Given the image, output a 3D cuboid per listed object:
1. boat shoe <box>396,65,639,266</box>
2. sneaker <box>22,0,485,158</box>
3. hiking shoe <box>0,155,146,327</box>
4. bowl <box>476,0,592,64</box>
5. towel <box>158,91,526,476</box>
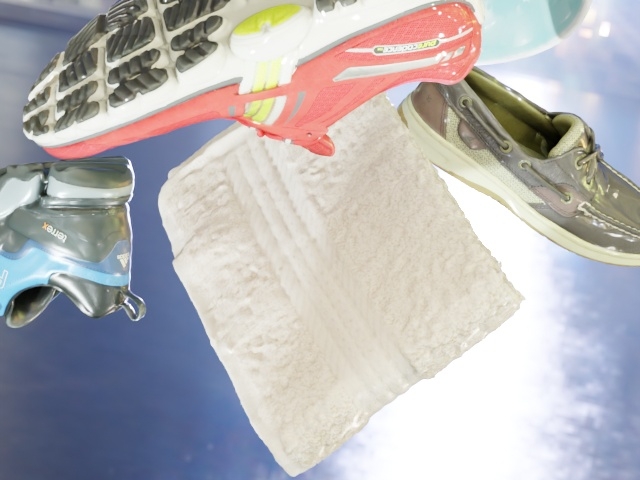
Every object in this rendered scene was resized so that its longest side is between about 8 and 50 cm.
[{"bbox_3d":[0.163,-0.057,1.159,0.223,0.073,0.080,28,41,-10],"label":"boat shoe"},{"bbox_3d":[-0.038,-0.088,0.929,0.279,0.118,0.107,-16,42,17],"label":"sneaker"},{"bbox_3d":[-0.278,0.008,1.315,0.304,0.132,0.113,-3,4,37],"label":"hiking shoe"},{"bbox_3d":[0.070,-0.281,1.235,0.312,0.163,0.311,14,-20,5],"label":"bowl"},{"bbox_3d":[0.000,0.000,1.075,0.049,0.187,0.282,43,12,-46],"label":"towel"}]
